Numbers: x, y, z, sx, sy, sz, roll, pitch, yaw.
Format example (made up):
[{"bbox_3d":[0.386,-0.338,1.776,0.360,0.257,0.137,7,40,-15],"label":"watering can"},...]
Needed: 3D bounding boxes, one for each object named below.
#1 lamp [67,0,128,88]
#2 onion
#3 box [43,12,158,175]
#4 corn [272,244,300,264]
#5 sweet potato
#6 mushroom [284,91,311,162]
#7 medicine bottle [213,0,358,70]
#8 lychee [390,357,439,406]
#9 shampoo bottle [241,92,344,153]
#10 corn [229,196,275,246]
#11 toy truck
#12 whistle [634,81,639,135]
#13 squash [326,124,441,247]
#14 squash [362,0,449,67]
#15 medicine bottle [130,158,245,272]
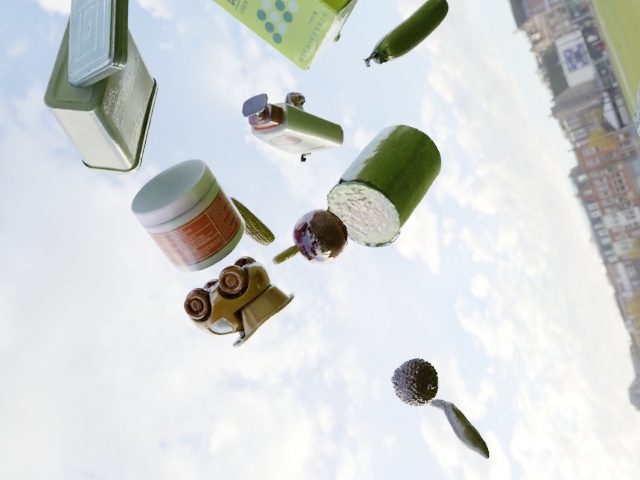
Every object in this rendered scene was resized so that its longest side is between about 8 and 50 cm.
[{"bbox_3d":[-0.536,-0.520,1.383,0.047,0.266,0.269,3,-94,-43],"label":"lamp"},{"bbox_3d":[0.000,0.000,1.585,0.160,0.159,0.195,59,-170,-19],"label":"onion"},{"bbox_3d":[-0.625,-0.424,1.672,0.344,0.177,0.352,90,-174,-70],"label":"box"},{"bbox_3d":[-0.083,0.034,1.424,0.083,0.028,0.027,-30,-75,-31],"label":"corn"},{"bbox_3d":[0.237,0.315,0.990,0.038,0.041,0.153,7,-159,-33],"label":"sweet potato"},{"bbox_3d":[-0.053,-0.299,1.503,0.061,0.060,0.187,87,170,-86],"label":"mushroom"},{"bbox_3d":[-0.066,-0.438,0.996,0.250,0.137,0.141,36,-127,-3],"label":"medicine bottle"},{"bbox_3d":[0.234,0.353,1.426,0.123,0.129,0.124,16,-124,-25],"label":"lychee"},{"bbox_3d":[-0.076,-0.242,1.203,0.284,0.153,0.071,6,-97,-64],"label":"shampoo bottle"},{"bbox_3d":[-0.255,-0.063,2.032,0.231,0.080,0.080,42,-143,-13],"label":"corn"},{"bbox_3d":[-0.240,0.175,1.685,0.212,0.288,0.204,53,-169,-2],"label":"toy truck"},{"bbox_3d":[0.475,-0.288,0.777,0.057,0.067,0.327,-53,-40,-38],"label":"whistle"},{"bbox_3d":[0.205,-0.177,1.848,0.263,0.263,0.384,58,-137,-20],"label":"squash"},{"bbox_3d":[0.244,-0.574,1.604,0.331,0.087,0.087,-43,-65,-20],"label":"squash"},{"bbox_3d":[-0.379,-0.070,1.681,0.241,0.252,0.253,62,-151,-34],"label":"medicine bottle"}]
